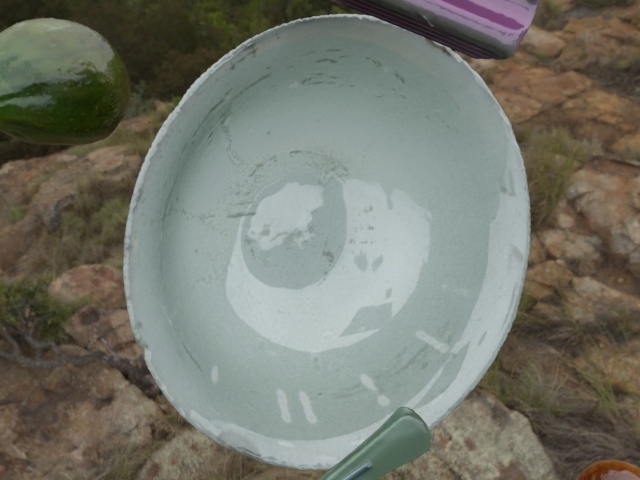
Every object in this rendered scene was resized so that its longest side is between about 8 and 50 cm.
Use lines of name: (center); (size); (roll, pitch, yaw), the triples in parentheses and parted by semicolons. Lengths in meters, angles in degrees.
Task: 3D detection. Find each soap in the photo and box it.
soap: (0.046, -0.192, 0.379); (0.203, 0.065, 0.122); (20, 19, -4)

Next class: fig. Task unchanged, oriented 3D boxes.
fig: (-0.262, -0.143, 0.505); (0.123, 0.123, 0.156); (16, 26, 9)

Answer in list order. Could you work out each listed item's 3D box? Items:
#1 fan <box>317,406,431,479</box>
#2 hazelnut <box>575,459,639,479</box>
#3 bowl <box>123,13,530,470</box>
fan: (0.000, 0.192, 0.400); (0.193, 0.038, 0.016); (-37, 9, 3)
hazelnut: (0.461, 0.435, 0.817); (0.182, 0.182, 0.182); (3, 45, -3)
bowl: (0.000, 0.000, 0.595); (0.435, 0.434, 0.196); (-20, 15, -24)
